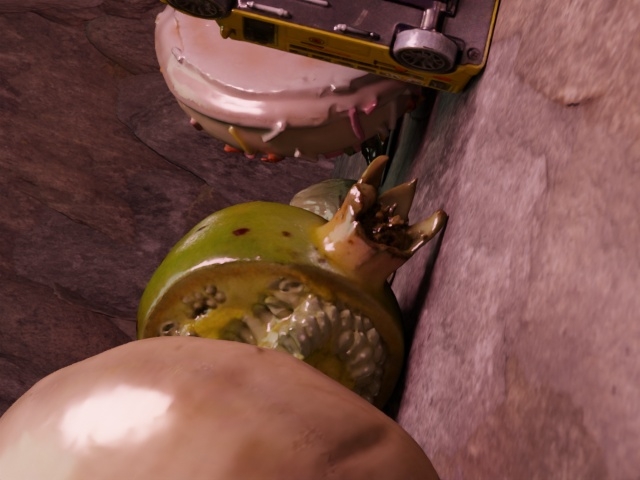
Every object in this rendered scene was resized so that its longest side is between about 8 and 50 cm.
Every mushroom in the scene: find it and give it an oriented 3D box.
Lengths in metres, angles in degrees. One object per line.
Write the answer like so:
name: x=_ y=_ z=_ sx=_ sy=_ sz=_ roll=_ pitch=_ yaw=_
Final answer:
mushroom: x=-0.058 y=0.237 z=0.662 sx=0.325 sy=0.353 sz=0.353 roll=-43 pitch=26 yaw=43

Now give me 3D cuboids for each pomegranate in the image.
pomegranate: x=-0.024 y=0.065 z=1.029 sx=0.341 sy=0.260 sz=0.260 roll=-44 pitch=12 yaw=13

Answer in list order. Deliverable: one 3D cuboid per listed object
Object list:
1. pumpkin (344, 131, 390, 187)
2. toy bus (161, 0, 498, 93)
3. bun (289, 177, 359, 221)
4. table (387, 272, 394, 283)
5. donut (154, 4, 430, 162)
pumpkin: x=0.066 y=-0.222 z=1.643 sx=0.131 sy=0.126 sz=0.248 roll=107 pitch=176 yaw=-65
toy bus: x=0.005 y=-0.251 z=1.048 sx=0.152 sy=0.330 sz=0.144 roll=106 pitch=178 yaw=-79
bun: x=0.000 y=0.000 z=1.687 sx=0.220 sy=0.134 sz=0.220 roll=-164 pitch=90 yaw=-87
table: x=0.058 y=0.019 z=1.262 sx=0.083 sy=0.062 sz=0.079 roll=-81 pitch=7 yaw=-60
donut: x=-0.024 y=-0.249 z=1.382 sx=0.142 sy=0.383 sz=0.382 roll=82 pitch=-165 yaw=-48
